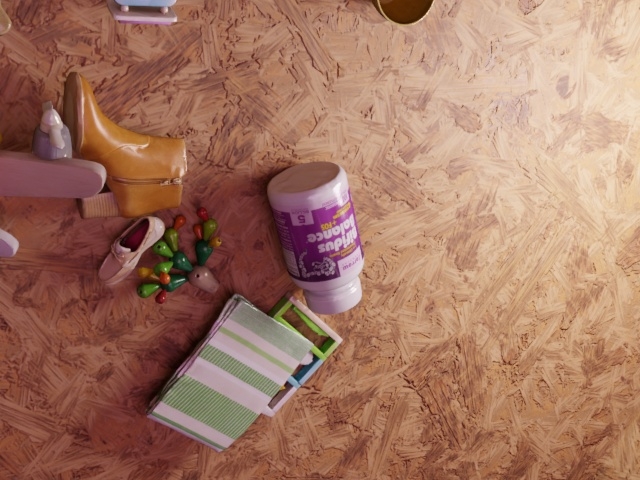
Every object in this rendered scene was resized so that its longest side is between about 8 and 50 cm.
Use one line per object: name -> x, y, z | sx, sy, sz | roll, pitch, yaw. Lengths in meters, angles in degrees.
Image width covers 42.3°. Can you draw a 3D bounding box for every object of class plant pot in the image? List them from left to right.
plant pot -> 0.149, -0.503, 1.653 | 0.134, 0.095, 0.134 | -10, 114, -23

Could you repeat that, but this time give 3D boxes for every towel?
towel -> -0.198, 0.299, 1.817 | 0.248, 0.038, 0.324 | 38, 90, -33

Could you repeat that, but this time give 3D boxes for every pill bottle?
pill bottle -> 0.000, 0.000, 1.746 | 0.169, 0.169, 0.301 | -23, 119, -16

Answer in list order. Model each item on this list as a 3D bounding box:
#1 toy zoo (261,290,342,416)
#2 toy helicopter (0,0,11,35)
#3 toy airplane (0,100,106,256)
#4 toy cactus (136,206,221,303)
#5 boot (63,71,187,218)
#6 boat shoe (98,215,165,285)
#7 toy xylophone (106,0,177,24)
toy zoo -> -0.109, 0.279, 1.889 | 0.293, 0.030, 0.192 | -46, 122, -2
toy helicopter -> -0.562, -0.449, 1.336 | 0.355, 0.140, 0.235 | -40, 114, -19
toy airplane -> -0.603, -0.141, 1.356 | 0.386, 0.384, 0.272 | 32, 51, -40
toy cactus -> -0.267, 0.052, 1.689 | 0.219, 0.112, 0.180 | -53, 133, -8
boot -> -0.358, -0.182, 1.548 | 0.211, 0.104, 0.295 | -14, 121, -26
boat shoe -> -0.380, 0.015, 1.617 | 0.170, 0.063, 0.059 | -49, 159, 1
toy xylophone -> -0.282, -0.542, 1.437 | 0.236, 0.081, 0.322 | -13, 116, -21
